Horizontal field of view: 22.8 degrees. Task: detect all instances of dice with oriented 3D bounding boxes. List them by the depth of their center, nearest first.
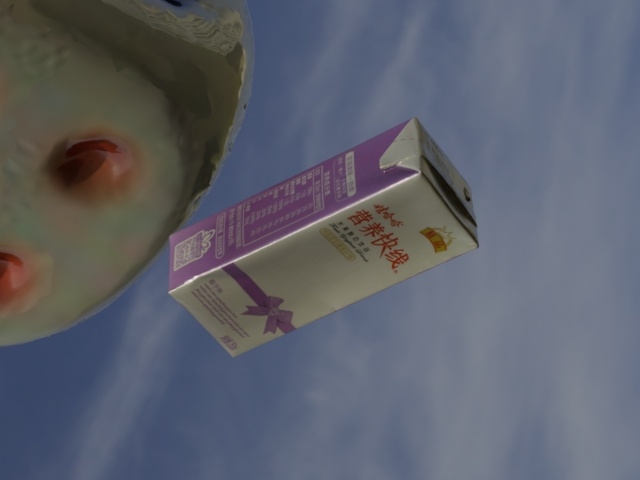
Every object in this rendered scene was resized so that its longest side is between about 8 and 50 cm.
[{"bbox_3d":[-0.155,-0.081,0.691,0.192,0.194,0.193,25,-56,-34],"label":"dice"}]

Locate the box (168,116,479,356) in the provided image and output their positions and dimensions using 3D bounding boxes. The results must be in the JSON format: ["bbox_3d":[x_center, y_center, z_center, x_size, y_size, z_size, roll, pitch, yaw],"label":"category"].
[{"bbox_3d":[0.000,0.000,0.619,0.050,0.117,0.036,46,-152,-37],"label":"box"}]
